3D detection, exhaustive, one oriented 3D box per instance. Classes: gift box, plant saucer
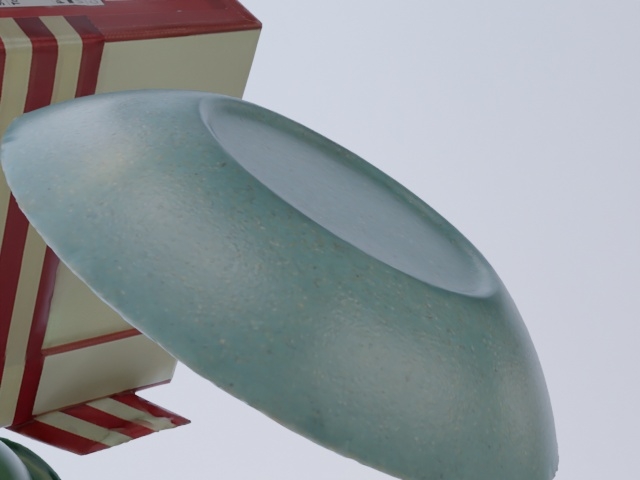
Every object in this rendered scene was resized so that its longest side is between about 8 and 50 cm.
[{"bbox_3d":[-0.181,-0.039,0.652,0.276,0.258,0.255,-6,-139,-35],"label":"gift box"},{"bbox_3d":[0.000,0.000,0.396,0.195,0.037,0.195,31,-165,-9],"label":"plant saucer"}]

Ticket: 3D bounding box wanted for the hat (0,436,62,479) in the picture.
[{"bbox_3d":[-0.273,0.149,0.953,0.173,0.208,0.183,-19,-50,-29],"label":"hat"}]
